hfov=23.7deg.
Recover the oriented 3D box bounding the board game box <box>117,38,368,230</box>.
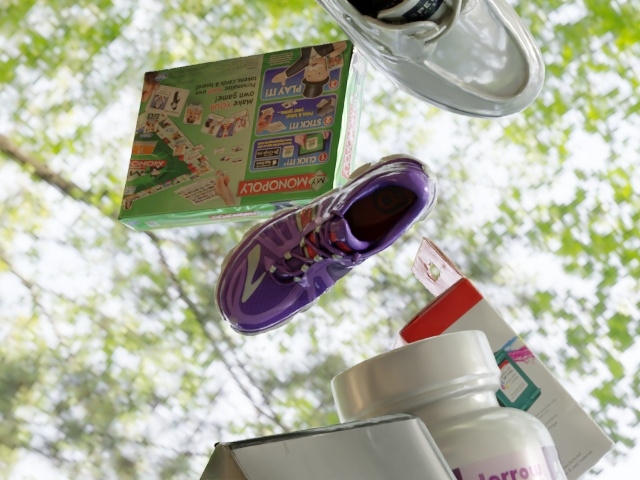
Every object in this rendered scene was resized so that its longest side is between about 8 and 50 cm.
[{"bbox_3d":[-0.099,-0.128,1.897,0.317,0.046,0.214,-4,-113,30],"label":"board game box"}]

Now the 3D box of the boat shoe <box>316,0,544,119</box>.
[{"bbox_3d":[0.056,-0.167,1.014,0.096,0.267,0.088,-49,-157,1],"label":"boat shoe"}]

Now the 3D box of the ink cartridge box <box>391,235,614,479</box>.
[{"bbox_3d":[0.133,0.117,1.288,0.078,0.134,0.231,-39,-100,-10],"label":"ink cartridge box"}]

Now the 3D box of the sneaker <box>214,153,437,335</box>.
[{"bbox_3d":[0.000,0.000,0.991,0.170,0.068,0.071,-38,-177,8],"label":"sneaker"}]

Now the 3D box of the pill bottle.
[{"bbox_3d":[0.111,0.226,1.115,0.169,0.169,0.302,-24,-104,21],"label":"pill bottle"}]

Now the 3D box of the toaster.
[{"bbox_3d":[0.000,0.203,0.971,0.110,0.185,0.168,57,-45,34],"label":"toaster"}]
